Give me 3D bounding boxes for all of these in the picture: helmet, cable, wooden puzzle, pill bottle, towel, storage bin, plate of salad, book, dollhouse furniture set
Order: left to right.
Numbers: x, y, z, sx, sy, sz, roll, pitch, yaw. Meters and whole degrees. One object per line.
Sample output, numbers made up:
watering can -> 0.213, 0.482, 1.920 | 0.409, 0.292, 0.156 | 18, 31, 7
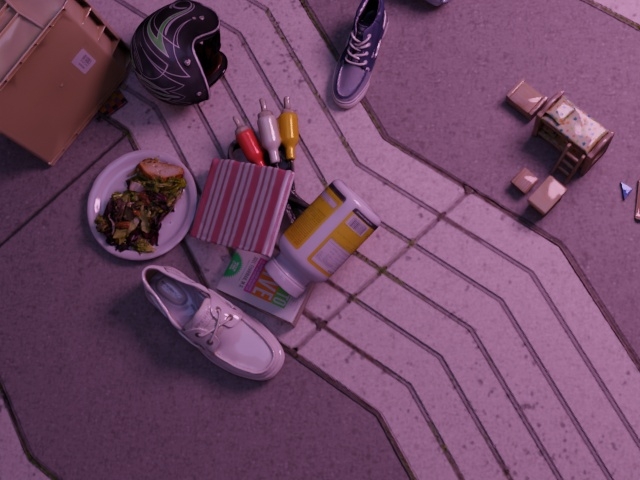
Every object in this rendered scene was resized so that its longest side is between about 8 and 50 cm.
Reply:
storage bin -> -0.473, -0.290, 1.485 | 0.123, 0.262, 0.260 | 36, 86, 16
wooden puzzle -> -0.381, -0.254, 1.600 | 0.083, 0.006, 0.049 | -37, 74, -1
plate of salad -> -0.310, -0.065, 1.522 | 0.199, 0.048, 0.200 | -2, 76, 8
helmet -> -0.243, -0.314, 1.515 | 0.169, 0.169, 0.162 | 26, 65, 14
towel -> -0.128, -0.056, 1.450 | 0.197, 0.029, 0.144 | 13, 85, 41
book -> -0.087, 0.069, 1.466 | 0.144, 0.035, 0.096 | 23, 77, 15
cable -> -0.069, -0.096, 1.479 | 0.139, 0.072, 0.287 | -21, 74, 1
pill bottle -> 0.000, 0.000, 1.399 | 0.184, 0.103, 0.103 | -46, 74, 6
dollhouse furniture set -> 0.342, -0.159, 1.418 | 0.182, 0.101, 0.161 | 42, 85, 16
wooden puzzle -> 0.540, -0.064, 1.410 | 0.116, 0.014, 0.079 | 1, 76, 9

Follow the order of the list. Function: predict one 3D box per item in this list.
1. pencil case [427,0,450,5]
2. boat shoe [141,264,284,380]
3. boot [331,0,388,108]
pencil case -> 0.117, -0.502, 1.532 | 0.273, 0.113, 0.124 | 21, 90, 13
boat shoe -> -0.184, 0.132, 1.428 | 0.277, 0.096, 0.098 | 32, 82, 14
boot -> 0.062, -0.325, 1.509 | 0.069, 0.086, 0.190 | 16, 79, 12
